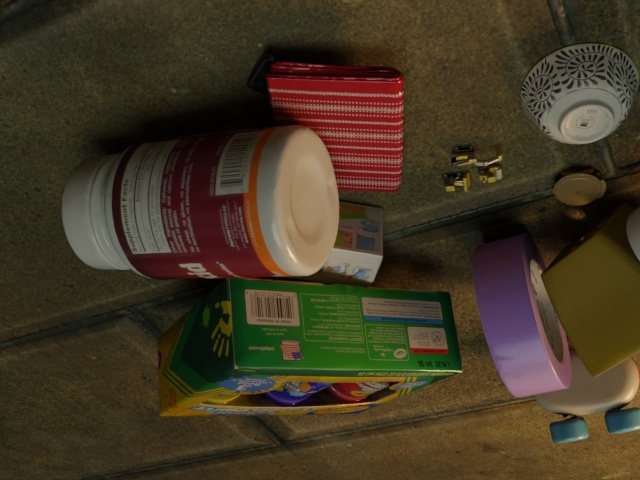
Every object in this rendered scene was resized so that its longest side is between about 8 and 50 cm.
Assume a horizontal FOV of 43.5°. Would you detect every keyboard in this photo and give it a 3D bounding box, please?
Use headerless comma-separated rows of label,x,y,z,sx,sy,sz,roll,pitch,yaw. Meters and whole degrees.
keyboard,-0.020,-0.218,1.216,0.180,0.023,0.108,22,145,-18

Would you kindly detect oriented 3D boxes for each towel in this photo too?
towel,0.029,-0.167,1.235,0.198,0.031,0.275,4,148,7

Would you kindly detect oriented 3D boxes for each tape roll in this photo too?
tape roll,0.354,0.130,1.400,0.090,0.275,0.275,-16,136,23

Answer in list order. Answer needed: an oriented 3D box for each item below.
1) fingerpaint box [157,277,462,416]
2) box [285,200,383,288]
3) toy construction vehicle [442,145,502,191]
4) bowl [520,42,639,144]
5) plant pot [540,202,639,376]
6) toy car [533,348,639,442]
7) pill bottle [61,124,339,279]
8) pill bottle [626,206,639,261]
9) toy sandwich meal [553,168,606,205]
fingerpaint box,-0.032,0.214,1.480,0.444,0.163,0.371,6,155,-29
box,0.000,0.000,1.402,0.203,0.114,0.103,8,141,-7
toy construction vehicle,0.248,-0.112,1.310,0.098,0.035,0.086,-4,139,10
bowl,0.382,-0.194,1.168,0.170,0.080,0.170,2,140,2
plant pot,0.504,0.065,1.352,0.187,0.212,0.212,50,133,7
toy car,0.563,0.293,1.677,0.210,0.219,0.238,-17,164,22
pill bottle,-0.189,-0.051,1.247,0.392,0.224,0.224,-2,141,25
pill bottle,0.610,-0.067,1.132,0.187,0.188,0.334,23,140,-20
toy sandwich meal,0.428,-0.091,1.327,0.085,0.029,0.086,6,142,5
